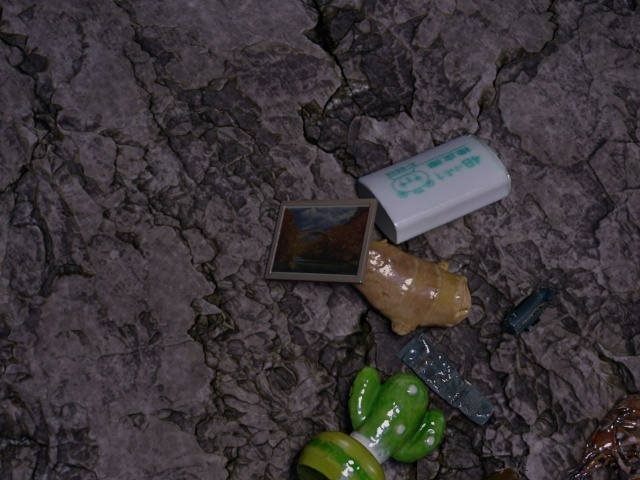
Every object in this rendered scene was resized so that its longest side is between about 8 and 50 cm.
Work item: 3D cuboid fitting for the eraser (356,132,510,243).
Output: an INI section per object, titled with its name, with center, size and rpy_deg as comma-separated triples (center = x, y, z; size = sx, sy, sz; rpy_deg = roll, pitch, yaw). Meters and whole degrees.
[eraser]
center = 0.248, -0.117, 1.798
size = 0.290, 0.104, 0.189
rpy_deg = -23, 50, -12

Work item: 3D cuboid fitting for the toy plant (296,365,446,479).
[toy plant]
center = 0.106, 0.397, 1.669
size = 0.224, 0.184, 0.316
rpy_deg = 49, 60, 0

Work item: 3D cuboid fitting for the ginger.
[ginger]
center = 0.154, 0.080, 1.756
size = 0.354, 0.126, 0.190
rpy_deg = 33, 85, 4

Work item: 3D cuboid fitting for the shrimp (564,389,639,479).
[shrimp]
center = 0.640, 0.436, 1.738
size = 0.343, 0.116, 0.145
rpy_deg = -35, 60, -10

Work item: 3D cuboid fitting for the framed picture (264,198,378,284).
[framed picture]
center = 0.000, 0.000, 1.725
size = 0.250, 0.016, 0.184
rpy_deg = 2, 73, 35

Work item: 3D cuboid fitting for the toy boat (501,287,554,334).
[toy boat]
center = 0.464, 0.152, 1.810
size = 0.141, 0.055, 0.060
rpy_deg = -41, 108, -14

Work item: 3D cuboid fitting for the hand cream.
[hand cream]
center = 0.279, 0.303, 1.753
size = 0.248, 0.052, 0.075
rpy_deg = 44, 75, 4

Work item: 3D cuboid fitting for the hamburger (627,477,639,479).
[hamburger]
center = 0.662, 0.568, 1.662
size = 0.237, 0.237, 0.147
rpy_deg = -13, 44, -10

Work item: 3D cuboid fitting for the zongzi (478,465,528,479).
[zongzi]
center = 0.361, 0.577, 1.694
size = 0.187, 0.084, 0.184
rpy_deg = -22, 95, -16
